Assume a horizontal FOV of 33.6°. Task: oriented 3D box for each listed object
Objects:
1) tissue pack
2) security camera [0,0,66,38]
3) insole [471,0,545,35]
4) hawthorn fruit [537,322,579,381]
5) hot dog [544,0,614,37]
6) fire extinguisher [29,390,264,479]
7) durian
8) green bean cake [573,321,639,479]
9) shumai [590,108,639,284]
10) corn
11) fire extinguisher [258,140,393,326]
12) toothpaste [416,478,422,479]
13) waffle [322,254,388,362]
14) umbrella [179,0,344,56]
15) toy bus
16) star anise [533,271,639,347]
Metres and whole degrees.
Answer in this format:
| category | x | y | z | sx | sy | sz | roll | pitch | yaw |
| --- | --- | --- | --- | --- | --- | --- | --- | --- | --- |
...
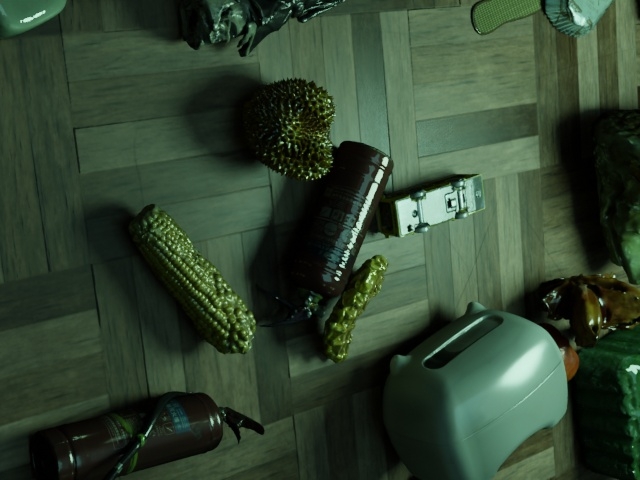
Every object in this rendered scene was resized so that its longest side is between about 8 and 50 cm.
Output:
| category | x | y | z | sx | sy | sz | roll | pitch | yaw |
| --- | --- | --- | --- | --- | --- | --- | --- | --- | --- |
| tissue pack | 0.278 | 0.270 | 1.926 | 0.333 | 0.229 | 0.236 | -31 | 113 | -31 |
| security camera | -0.367 | -0.384 | 1.445 | 0.301 | 0.080 | 0.157 | -39 | 116 | -39 |
| insole | 0.379 | -0.464 | 2.061 | 0.253 | 0.005 | 0.086 | -33 | 114 | -30 |
| hawthorn fruit | 0.438 | 0.240 | 2.113 | 0.138 | 0.133 | 0.133 | -37 | 118 | -5 |
| hot dog | 0.544 | -0.542 | 2.137 | 0.162 | 0.082 | 0.270 | 35 | 80 | -29 |
| fire extinguisher | -0.248 | 0.297 | 1.585 | 0.341 | 0.141 | 0.105 | -9 | 128 | -37 |
| durian | -0.047 | -0.181 | 1.687 | 0.168 | 0.137 | 0.158 | 22 | 62 | -24 |
| green bean cake | 0.709 | 0.342 | 2.317 | 0.308 | 0.169 | 0.300 | -22 | 109 | -36 |
| shumai | 0.714 | -0.076 | 2.183 | 0.395 | 0.395 | 0.348 | -4 | 119 | -38 |
| corn | -0.192 | 0.064 | 1.627 | 0.086 | 0.086 | 0.288 | -47 | 119 | -24 |
| fire extinguisher | 0.000 | 0.000 | 1.770 | 0.138 | 0.102 | 0.344 | 24 | 80 | -4 |
| toothpaste | 0.233 | 0.458 | 2.022 | 0.392 | 0.061 | 0.099 | -33 | 101 | -33 |
| waffle | 0.056 | 0.114 | 1.826 | 0.194 | 0.051 | 0.149 | -59 | 168 | -26 |
| umbrella | -0.055 | -0.373 | 1.665 | 0.358 | 0.113 | 0.106 | -24 | 88 | -34 |
| toy bus | 0.204 | -0.069 | 1.928 | 0.226 | 0.074 | 0.081 | -19 | 108 | -35 |
| star anise | 0.554 | 0.136 | 2.153 | 0.346 | 0.237 | 0.148 | 6 | 84 | -74 |
